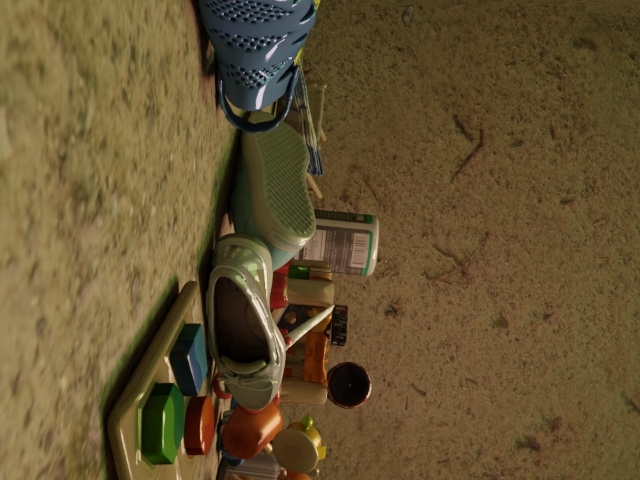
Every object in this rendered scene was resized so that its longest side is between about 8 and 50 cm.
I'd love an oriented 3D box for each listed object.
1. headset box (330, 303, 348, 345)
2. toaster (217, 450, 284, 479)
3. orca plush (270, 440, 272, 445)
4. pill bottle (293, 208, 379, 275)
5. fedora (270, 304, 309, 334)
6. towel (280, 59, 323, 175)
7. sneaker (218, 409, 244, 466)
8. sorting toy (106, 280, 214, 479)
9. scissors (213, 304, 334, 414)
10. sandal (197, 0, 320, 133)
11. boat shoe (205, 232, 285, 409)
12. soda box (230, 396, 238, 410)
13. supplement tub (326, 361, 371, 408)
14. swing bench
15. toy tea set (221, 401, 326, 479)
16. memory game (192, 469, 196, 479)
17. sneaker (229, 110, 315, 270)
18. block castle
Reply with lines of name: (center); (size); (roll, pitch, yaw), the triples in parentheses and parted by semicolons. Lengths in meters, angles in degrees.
headset box: (0.040, 0.178, 1.113); (0.062, 0.032, 0.083); (97, -2, -67)
toaster: (-0.150, 0.541, 1.152); (0.227, 0.146, 0.129); (110, -15, -84)
orca plush: (-0.187, 0.590, 1.509); (0.287, 0.102, 0.151); (-86, -177, -58)
pill bottle: (0.000, 0.000, 1.706); (0.204, 0.360, 0.204); (-174, -90, -89)
fedora: (-0.083, 0.296, 1.684); (0.334, 0.152, 0.334); (-54, 161, -27)
towel: (-0.060, -0.281, 1.075); (0.209, 0.034, 0.285); (-132, -152, -68)
sneaker: (-0.183, 0.414, 1.055); (0.059, 0.053, 0.144); (-86, 175, -62)
sorting toy: (-0.142, 0.202, 0.470); (0.307, 0.041, 0.229); (-87, 180, -68)
scissors: (-0.079, 0.190, 0.972); (0.297, 0.109, 0.021); (-49, -169, -35)
sandal: (-0.071, -0.212, 0.597); (0.317, 0.126, 0.138); (101, -1, -88)
boat shoe: (-0.119, 0.146, 0.784); (0.103, 0.118, 0.321); (-75, 170, -58)
soda box: (-0.180, 0.439, 1.290); (0.210, 0.071, 0.067); (98, -4, -58)
supplement tub: (0.060, 0.350, 1.256); (0.198, 0.105, 0.106); (100, -4, -73)
swing bench: (-0.068, -0.302, 1.555); (0.255, 0.165, 0.254); (88, 6, -59)
toy tea set: (-0.087, 0.440, 0.989); (0.124, 0.199, 0.336); (-38, 139, -63)
memory game: (-0.180, 0.318, 0.659); (0.186, 0.012, 0.186); (-174, -90, -88)
sneaker: (-0.106, -0.090, 0.898); (0.150, 0.135, 0.366); (-45, -150, 29)
block castle: (-0.088, 0.200, 1.277); (0.453, 0.212, 0.303); (-108, -158, -85)
